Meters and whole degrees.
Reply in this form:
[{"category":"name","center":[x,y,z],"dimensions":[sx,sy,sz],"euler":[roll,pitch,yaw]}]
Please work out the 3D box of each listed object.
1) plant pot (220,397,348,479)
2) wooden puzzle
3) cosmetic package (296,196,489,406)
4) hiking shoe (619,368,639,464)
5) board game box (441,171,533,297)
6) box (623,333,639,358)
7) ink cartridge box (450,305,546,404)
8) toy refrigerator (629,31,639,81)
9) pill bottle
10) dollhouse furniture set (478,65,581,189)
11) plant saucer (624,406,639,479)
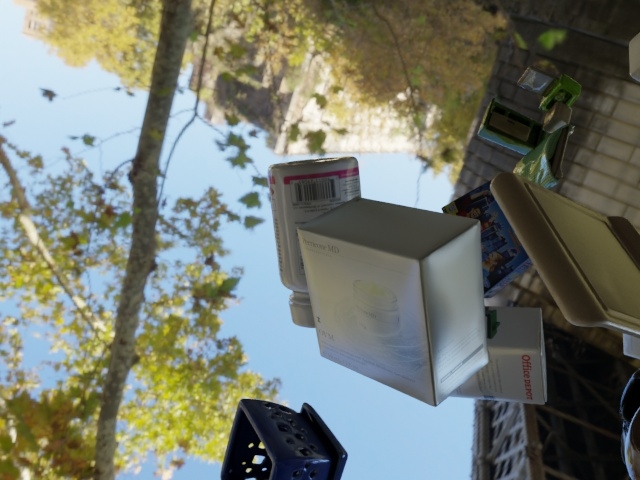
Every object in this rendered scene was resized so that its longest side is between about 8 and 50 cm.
[{"category":"plant pot","center":[-0.079,0.518,1.500],"dimensions":[0.212,0.236,0.236],"euler":[5,-160,-31]},{"category":"wooden puzzle","center":[0.318,0.030,0.749],"dimensions":[0.239,0.044,0.221],"euler":[13,-140,-30]},{"category":"cosmetic package","center":[0.103,0.076,0.923],"dimensions":[0.138,0.224,0.224],"euler":[-27,-152,-37]},{"category":"hiking shoe","center":[0.692,0.382,1.416],"dimensions":[0.132,0.304,0.113],"euler":[-10,-155,-25]},{"category":"board game box","center":[0.354,-0.019,1.220],"dimensions":[0.060,0.194,0.194],"euler":[11,-125,-56]},{"category":"box","center":[0.864,0.172,1.422],"dimensions":[0.168,0.215,0.345],"euler":[-28,-154,-32]},{"category":"ink cartridge box","center":[0.272,0.194,1.121],"dimensions":[0.219,0.160,0.092],"euler":[0,-137,22]},{"category":"toy refrigerator","center":[0.577,-0.323,0.916],"dimensions":[0.102,0.269,0.094],"euler":[25,-125,-12]},{"category":"pill bottle","center":[0.000,0.000,1.146],"dimensions":[0.160,0.283,0.160],"euler":[-5,-170,1]},{"category":"dollhouse furniture set","center":[0.447,-0.224,1.458],"dimensions":[0.151,0.197,0.301],"euler":[25,-121,-1]},{"category":"plant saucer","center":[0.460,0.231,0.809],"dimensions":[0.036,0.198,0.198],"euler":[47,-164,-10]}]
